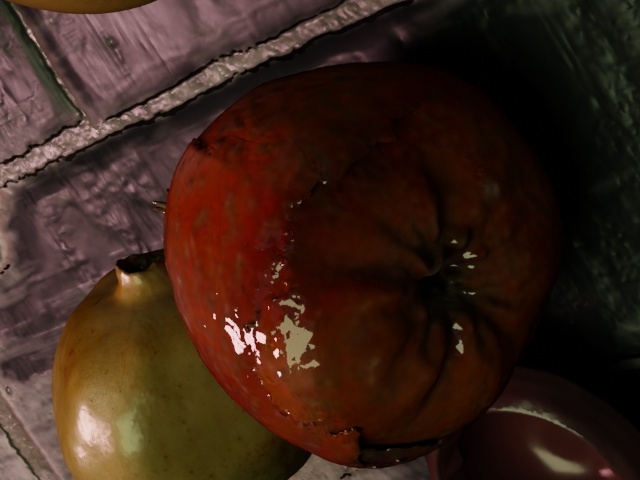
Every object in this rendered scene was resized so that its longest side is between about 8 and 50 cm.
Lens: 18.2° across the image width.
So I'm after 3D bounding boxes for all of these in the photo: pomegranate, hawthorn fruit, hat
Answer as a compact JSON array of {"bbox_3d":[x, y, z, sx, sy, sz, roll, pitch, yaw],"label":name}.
[{"bbox_3d":[-0.103,0.115,1.560,0.233,0.233,0.233,17,128,23],"label":"pomegranate"},{"bbox_3d":[0.000,0.000,1.392,0.307,0.276,0.276,21,132,41],"label":"hawthorn fruit"},{"bbox_3d":[0.171,0.160,1.496,0.205,0.089,0.205,17,132,19],"label":"hat"}]

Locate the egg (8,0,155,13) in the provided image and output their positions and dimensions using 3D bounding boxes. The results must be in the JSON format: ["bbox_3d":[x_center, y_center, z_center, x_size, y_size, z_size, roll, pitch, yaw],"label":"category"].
[{"bbox_3d":[-0.198,-0.290,1.314,0.322,0.250,0.250,44,134,-13],"label":"egg"}]
